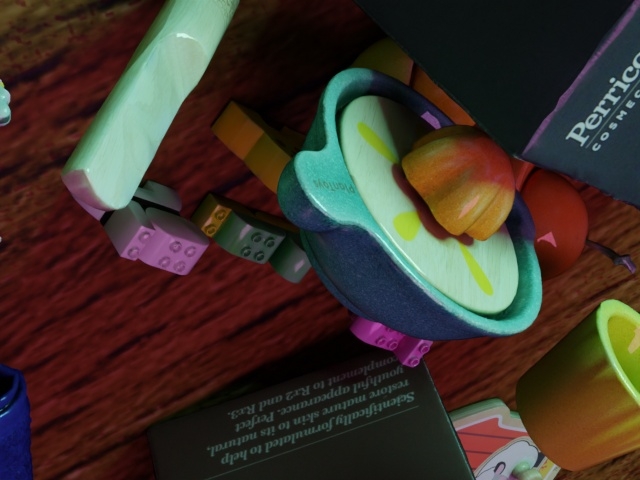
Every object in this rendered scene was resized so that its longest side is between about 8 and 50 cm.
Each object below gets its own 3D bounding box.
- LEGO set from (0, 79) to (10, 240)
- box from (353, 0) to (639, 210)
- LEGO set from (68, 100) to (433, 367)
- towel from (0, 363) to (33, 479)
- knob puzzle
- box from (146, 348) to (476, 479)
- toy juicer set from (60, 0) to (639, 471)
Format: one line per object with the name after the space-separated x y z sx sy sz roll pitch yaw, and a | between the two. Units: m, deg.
-0.164 -0.055 0.581 0.287 0.107 0.132 -50 140 8 | LEGO set
0.235 -0.174 0.705 0.312 0.179 0.343 20 113 -44 | box
0.000 0.000 0.755 0.227 0.093 0.087 20 114 -43 | LEGO set
-0.254 0.176 0.743 0.227 0.076 0.308 -11 137 -19 | towel
0.076 0.188 1.017 0.213 0.030 0.213 -18 134 -20 | knob puzzle
0.018 0.200 0.865 0.168 0.167 0.203 -18 135 -2 | box
0.039 -0.041 0.670 0.329 0.209 0.089 30 126 -34 | toy juicer set
